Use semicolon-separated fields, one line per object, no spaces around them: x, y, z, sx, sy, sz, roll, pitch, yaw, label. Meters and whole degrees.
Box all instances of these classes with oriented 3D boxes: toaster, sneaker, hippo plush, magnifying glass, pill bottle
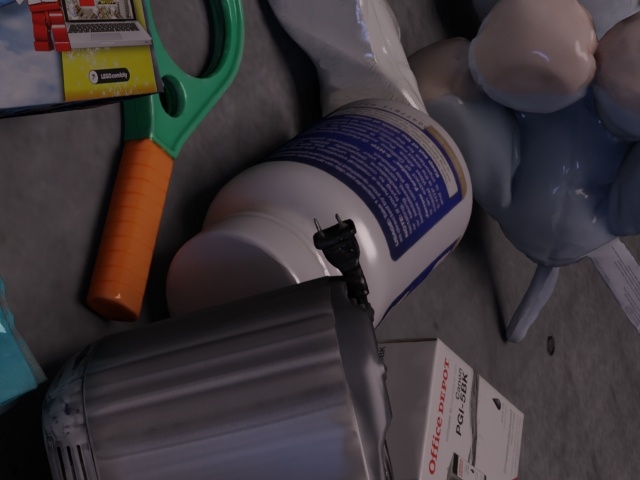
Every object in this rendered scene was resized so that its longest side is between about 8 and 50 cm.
-0.032;0.113;0.642;0.129;0.147;0.227;-100;177;-78;toaster
0.032;-0.100;0.902;0.094;0.080;0.212;-49;123;-65;sneaker
0.206;-0.115;1.027;0.294;0.234;0.236;55;41;-36;hippo plush
-0.083;-0.067;0.747;0.092;0.026;0.231;43;49;-46;magnifying glass
0.000;0.000;0.782;0.187;0.112;0.112;-39;116;-55;pill bottle

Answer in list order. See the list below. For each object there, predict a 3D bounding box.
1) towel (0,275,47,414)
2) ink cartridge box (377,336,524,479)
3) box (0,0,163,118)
-0.232;-0.075;0.494;0.271;0.040;0.370;-26;105;-58;towel
0.076;0.134;0.928;0.135;0.056;0.099;41;51;-48;ink cartridge box
-0.159;-0.123;0.549;0.233;0.044;0.159;-16;95;-59;box
